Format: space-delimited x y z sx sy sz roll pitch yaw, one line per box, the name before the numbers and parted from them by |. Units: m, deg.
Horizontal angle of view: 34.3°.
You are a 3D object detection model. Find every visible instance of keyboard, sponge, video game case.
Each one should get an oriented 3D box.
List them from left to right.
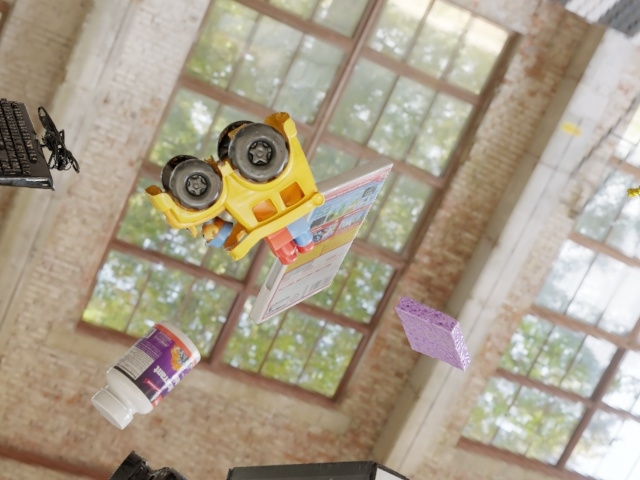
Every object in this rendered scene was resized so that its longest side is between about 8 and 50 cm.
keyboard | -0.281 -0.102 0.954 0.100 0.038 0.192 3 -153 -26
video game case | 0.000 0.000 1.693 0.025 0.285 0.204 42 -142 20
sponge | 0.210 0.175 1.917 0.117 0.031 0.210 23 161 24

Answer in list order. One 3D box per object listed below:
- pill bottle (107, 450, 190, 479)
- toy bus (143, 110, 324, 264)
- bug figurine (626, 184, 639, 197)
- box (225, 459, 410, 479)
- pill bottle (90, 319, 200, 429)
pill bottle | -0.208 0.400 1.467 0.219 0.122 0.123 37 -166 2
toy bus | -0.105 -0.047 1.431 0.211 0.220 0.149 63 171 -16
bug figurine | 0.473 -0.087 1.133 0.216 0.072 0.279 -9 -157 50
box | -0.041 0.425 1.275 0.073 0.293 0.296 34 149 -32
pill bottle | -0.320 0.246 1.884 0.108 0.193 0.108 36 157 18
